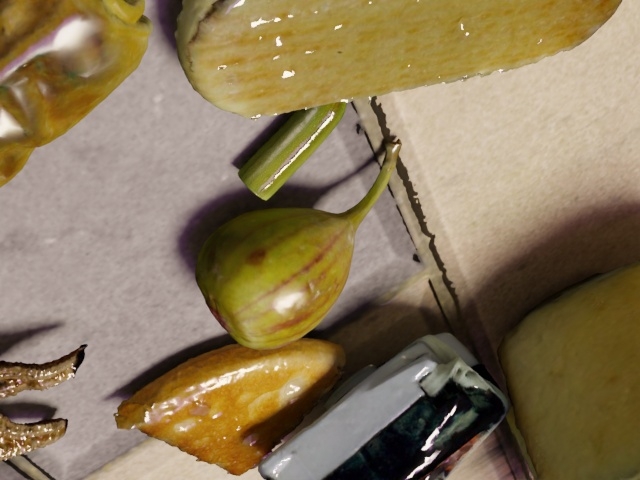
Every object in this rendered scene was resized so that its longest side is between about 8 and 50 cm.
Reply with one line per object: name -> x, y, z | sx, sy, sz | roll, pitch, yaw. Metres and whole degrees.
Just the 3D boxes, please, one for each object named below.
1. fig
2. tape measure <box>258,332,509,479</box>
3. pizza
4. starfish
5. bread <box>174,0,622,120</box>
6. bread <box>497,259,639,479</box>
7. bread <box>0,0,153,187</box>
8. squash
fig -> -0.005, 0.000, 0.704 | 0.166, 0.093, 0.093 | -38, 140, 7
tape measure -> 0.056, 0.152, 0.862 | 0.182, 0.107, 0.181 | -40, 165, 0
pizza -> -0.061, 0.124, 0.827 | 0.178, 0.041, 0.131 | -23, 136, -13
starfish -> -0.257, 0.119, 0.683 | 0.238, 0.057, 0.213 | -21, 131, -21
bread -> 0.059, -0.169, 0.601 | 0.287, 0.056, 0.207 | -12, 139, -24
bread -> 0.276, 0.154, 0.931 | 0.239, 0.264, 0.395 | -23, 140, 6
bread -> -0.196, -0.057, 0.522 | 0.269, 0.098, 0.087 | -37, -178, 4
squash -> -0.015, -0.063, 0.682 | 0.083, 0.027, 0.027 | -45, 139, 12
